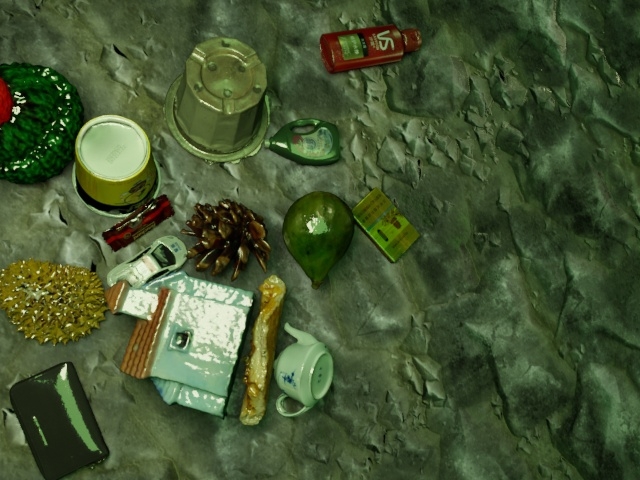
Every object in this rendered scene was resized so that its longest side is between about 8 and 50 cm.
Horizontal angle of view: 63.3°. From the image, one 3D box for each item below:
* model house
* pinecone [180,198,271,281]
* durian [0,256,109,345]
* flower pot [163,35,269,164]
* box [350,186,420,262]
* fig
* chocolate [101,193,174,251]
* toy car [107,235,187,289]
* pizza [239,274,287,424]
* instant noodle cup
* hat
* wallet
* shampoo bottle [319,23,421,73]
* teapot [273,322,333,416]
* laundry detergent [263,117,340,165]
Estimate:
[{"bbox_3d":[-0.336,0.217,1.192,0.330,0.252,0.294,15,77,-7],"label":"model house"},{"bbox_3d":[-0.231,0.000,1.261,0.201,0.229,0.202,-6,104,-30],"label":"pinecone"},{"bbox_3d":[-0.605,0.137,1.169,0.250,0.138,0.183,14,68,-21],"label":"durian"},{"bbox_3d":[-0.245,-0.364,1.296,0.291,0.259,0.290,3,79,-16],"label":"flower pot"},{"bbox_3d":[0.183,-0.045,1.496,0.121,0.030,0.193,-44,95,-19],"label":"box"},{"bbox_3d":[0.000,0.000,1.347,0.195,0.195,0.244,0,72,-17],"label":"fig"},{"bbox_3d":[-0.444,-0.041,1.277,0.182,0.086,0.028,-38,58,-23],"label":"chocolate"},{"bbox_3d":[-0.422,0.064,1.275,0.205,0.056,0.095,-37,91,-19],"label":"toy car"},{"bbox_3d":[-0.142,0.262,1.260,0.074,0.182,0.365,9,83,2],"label":"pizza"},{"bbox_3d":[-0.475,-0.180,1.206,0.216,0.236,0.215,4,78,-19],"label":"instant noodle cup"},{"bbox_3d":[-0.654,-0.275,1.110,0.242,0.332,0.274,-1,84,-10],"label":"hat"},{"bbox_3d":[-0.589,0.412,1.170,0.149,0.044,0.250,-22,88,-16],"label":"wallet"},{"bbox_3d":[0.154,-0.580,1.554,0.314,0.076,0.118,-16,83,-19],"label":"shampoo bottle"},{"bbox_3d":[-0.058,0.330,1.308,0.159,0.159,0.231,8,87,-16],"label":"teapot"},{"bbox_3d":[-0.054,-0.277,1.446,0.211,0.063,0.137,0,80,-15],"label":"laundry detergent"}]
